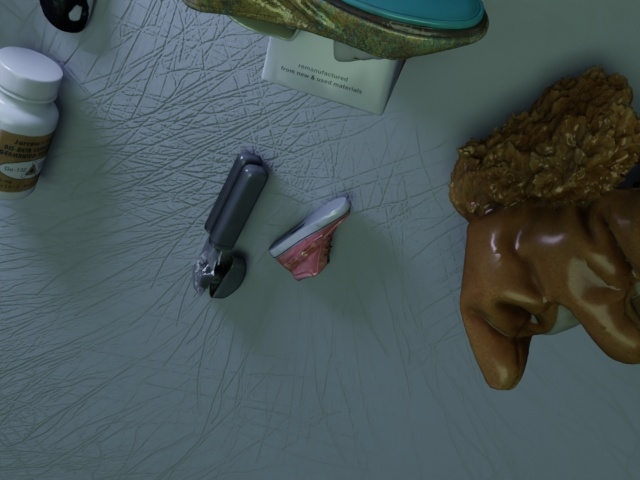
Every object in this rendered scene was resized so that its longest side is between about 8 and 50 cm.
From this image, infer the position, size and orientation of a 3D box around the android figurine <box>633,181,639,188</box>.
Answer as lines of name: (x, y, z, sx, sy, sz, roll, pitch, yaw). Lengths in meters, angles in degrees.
android figurine: (0.594, -0.113, 1.068, 0.272, 0.056, 0.248, -6, 114, 17)

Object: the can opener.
can opener: (-0.147, -0.016, 1.281, 0.095, 0.076, 0.284, 12, 123, -31)

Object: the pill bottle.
pill bottle: (-0.505, -0.191, 1.223, 0.131, 0.131, 0.229, 29, 118, -3)

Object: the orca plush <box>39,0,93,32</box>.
orca plush: (-0.386, -0.443, 1.087, 0.151, 0.102, 0.287, 22, 118, 0)

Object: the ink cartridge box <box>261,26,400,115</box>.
ink cartridge box: (0.069, -0.390, 0.918, 0.160, 0.279, 0.385, 18, 118, 5)

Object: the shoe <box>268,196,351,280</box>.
shoe: (0.000, 0.000, 1.252, 0.178, 0.063, 0.081, -33, 107, 30)

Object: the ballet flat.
ballet flat: (0.000, -0.251, 0.790, 0.348, 0.123, 0.123, 19, 119, 5)

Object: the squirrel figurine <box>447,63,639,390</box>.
squirrel figurine: (0.370, -0.034, 0.995, 0.370, 0.280, 0.397, -30, 79, 55)
